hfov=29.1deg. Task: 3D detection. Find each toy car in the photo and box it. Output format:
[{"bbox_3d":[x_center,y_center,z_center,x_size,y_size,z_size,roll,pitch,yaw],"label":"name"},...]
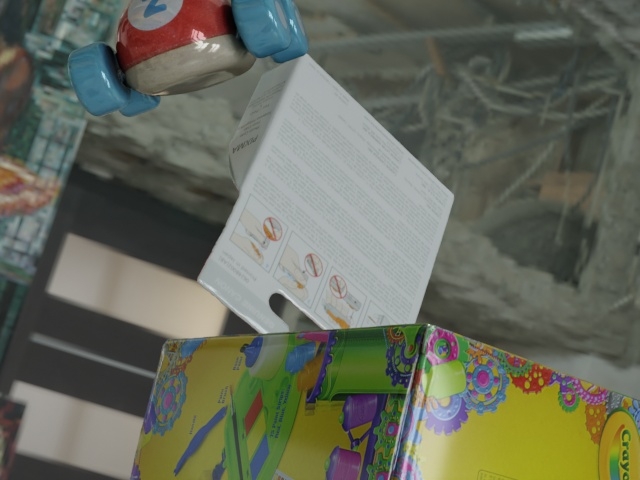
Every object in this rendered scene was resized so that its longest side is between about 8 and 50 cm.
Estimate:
[{"bbox_3d":[-0.160,-0.274,1.282,0.219,0.238,0.210,-19,2,10],"label":"toy car"}]

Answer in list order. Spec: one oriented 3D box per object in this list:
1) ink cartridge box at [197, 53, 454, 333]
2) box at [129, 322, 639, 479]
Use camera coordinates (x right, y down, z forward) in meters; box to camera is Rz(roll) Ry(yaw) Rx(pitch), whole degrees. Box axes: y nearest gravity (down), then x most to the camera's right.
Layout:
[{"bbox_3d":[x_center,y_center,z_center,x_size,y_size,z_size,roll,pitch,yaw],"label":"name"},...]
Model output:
[{"bbox_3d":[0.000,0.000,1.541,0.308,0.385,0.091,42,-40,-25],"label":"ink cartridge box"},{"bbox_3d":[0.011,0.212,0.701,0.177,0.289,0.279,21,-16,-31],"label":"box"}]
